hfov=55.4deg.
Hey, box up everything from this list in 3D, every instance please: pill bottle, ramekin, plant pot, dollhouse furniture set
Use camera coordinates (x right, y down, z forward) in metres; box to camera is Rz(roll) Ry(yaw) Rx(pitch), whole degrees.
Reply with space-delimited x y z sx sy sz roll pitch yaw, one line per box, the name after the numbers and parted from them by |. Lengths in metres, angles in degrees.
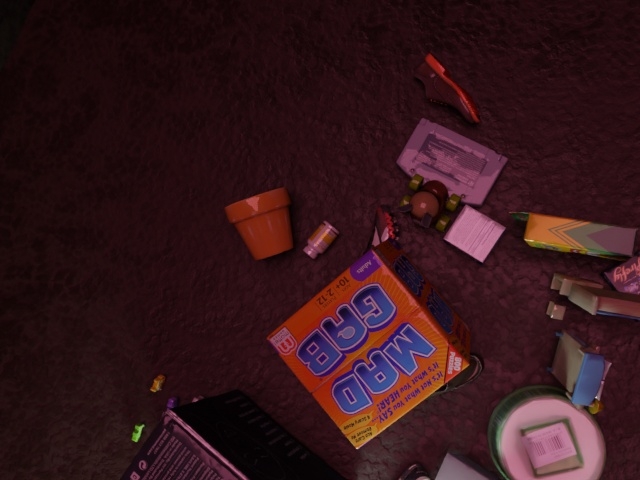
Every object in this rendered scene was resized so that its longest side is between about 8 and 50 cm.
0.000 0.000 1.904 0.065 0.065 0.116 41 90 15 | pill bottle
0.609 0.547 1.640 0.304 0.148 0.303 -2 80 12 | ramekin
-0.172 -0.046 1.894 0.205 0.205 0.187 -19 93 9 | plant pot
0.741 0.278 1.638 0.198 0.286 0.303 10 100 -4 | dollhouse furniture set

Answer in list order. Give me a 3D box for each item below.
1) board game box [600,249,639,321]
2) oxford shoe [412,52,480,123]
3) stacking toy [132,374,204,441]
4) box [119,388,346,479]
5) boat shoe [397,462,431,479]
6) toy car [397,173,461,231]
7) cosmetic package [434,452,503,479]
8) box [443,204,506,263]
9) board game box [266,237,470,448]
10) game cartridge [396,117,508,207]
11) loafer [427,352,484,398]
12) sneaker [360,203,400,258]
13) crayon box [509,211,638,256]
0.941 0.095 1.698 0.243 0.042 0.165 -33 76 5 | board game box
0.392 -0.451 1.892 0.098 0.097 0.271 -42 70 23 | oxford shoe
-0.482 0.559 1.927 0.167 0.052 0.221 21 88 16 | stacking toy
-0.210 0.677 1.625 0.472 0.480 0.297 34 91 16 | box
0.218 0.738 1.743 0.233 0.084 0.079 -49 37 8 | boat shoe
0.297 -0.088 1.774 0.155 0.188 0.148 30 122 15 | toy car
0.438 0.672 1.623 0.238 0.127 0.107 27 88 42 | cosmetic package
0.455 -0.016 1.805 0.137 0.072 0.126 34 89 16 | box
0.146 0.250 1.627 0.356 0.356 0.356 -41 84 14 | board game box
0.393 -0.229 1.865 0.294 0.060 0.196 30 85 15 | game cartridge
0.373 0.398 1.751 0.220 0.078 0.080 -32 76 6 | loafer
0.177 0.026 1.844 0.135 0.097 0.276 -5 81 9 | sneaker
0.683 -0.012 1.671 0.319 0.202 0.081 11 90 25 | crayon box
